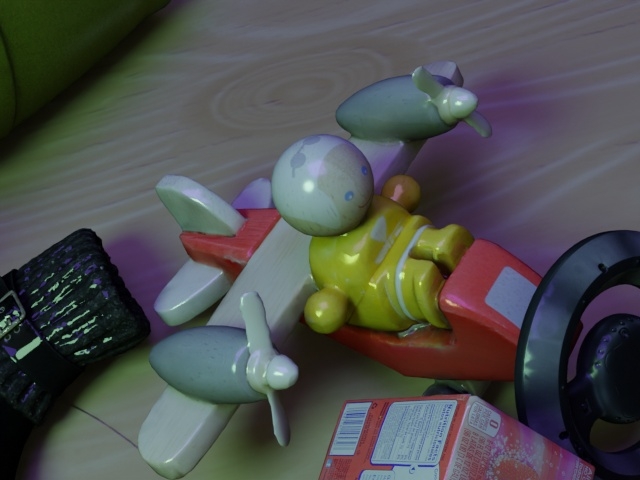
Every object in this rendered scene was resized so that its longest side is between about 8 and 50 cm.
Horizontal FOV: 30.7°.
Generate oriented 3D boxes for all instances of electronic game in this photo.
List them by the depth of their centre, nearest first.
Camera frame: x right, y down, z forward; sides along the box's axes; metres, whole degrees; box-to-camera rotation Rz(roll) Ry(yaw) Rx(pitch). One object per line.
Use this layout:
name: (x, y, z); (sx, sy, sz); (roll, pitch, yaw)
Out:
electronic game: (0.247, 0.105, 0.962); (0.229, 0.229, 0.048); (-47, 25, -24)

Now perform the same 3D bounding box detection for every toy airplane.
toy airplane: (0.000, 0.000, 1.056); (0.385, 0.272, 0.386); (-16, 50, 0)

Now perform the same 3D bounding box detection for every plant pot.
plant pot: (-0.372, -0.319, 1.377); (0.353, 0.366, 0.366); (-35, 52, -30)

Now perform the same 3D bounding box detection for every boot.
boot: (-0.272, 0.149, 1.088); (0.260, 0.131, 0.348); (-24, 50, -7)

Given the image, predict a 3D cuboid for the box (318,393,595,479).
box: (0.067, 0.274, 0.835); (0.154, 0.142, 0.299); (-15, 50, 53)
